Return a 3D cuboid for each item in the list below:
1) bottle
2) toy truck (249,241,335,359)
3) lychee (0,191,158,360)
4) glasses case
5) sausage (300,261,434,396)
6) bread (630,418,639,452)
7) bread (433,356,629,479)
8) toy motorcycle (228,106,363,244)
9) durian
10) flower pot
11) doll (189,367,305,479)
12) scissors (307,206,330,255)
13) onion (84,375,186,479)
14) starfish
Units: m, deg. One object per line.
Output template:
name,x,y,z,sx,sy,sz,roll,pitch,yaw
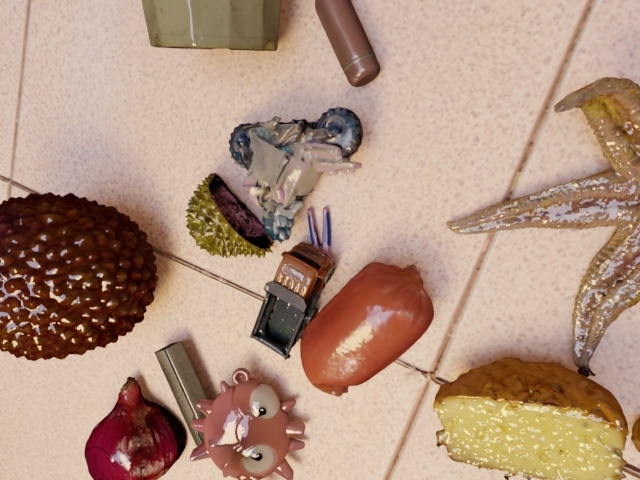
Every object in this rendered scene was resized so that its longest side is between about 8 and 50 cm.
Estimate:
bottle,0.040,-0.302,0.636,0.053,0.053,0.140,-24,89,23
toy truck,-0.049,0.103,0.712,0.083,0.092,0.192,28,113,14
lychee,-0.466,0.060,0.763,0.331,0.306,0.305,-15,94,-1
glasses case,-0.261,0.302,0.843,0.071,0.047,0.204,-24,90,52
sausage,0.062,0.135,0.656,0.254,0.148,0.148,-45,82,21
bread,0.500,0.258,0.561,0.157,0.044,0.052,-12,97,22
bread,0.282,0.242,0.590,0.229,0.139,0.143,-3,101,32
toy motorcycle,-0.043,-0.095,0.679,0.239,0.108,0.204,1,95,46
durian,-0.180,-0.018,0.733,0.108,0.119,0.186,-42,85,18
flower pot,-0.150,-0.406,0.602,0.291,0.290,0.259,9,115,19
doll,-0.133,0.363,0.786,0.211,0.093,0.261,3,93,0
scissors,0.000,0.000,0.724,0.039,0.012,0.113,-1,99,21
onion,-0.395,0.396,0.884,0.195,0.140,0.218,-5,94,28
starfish,0.396,-0.022,0.513,0.398,0.132,0.384,41,120,-5
